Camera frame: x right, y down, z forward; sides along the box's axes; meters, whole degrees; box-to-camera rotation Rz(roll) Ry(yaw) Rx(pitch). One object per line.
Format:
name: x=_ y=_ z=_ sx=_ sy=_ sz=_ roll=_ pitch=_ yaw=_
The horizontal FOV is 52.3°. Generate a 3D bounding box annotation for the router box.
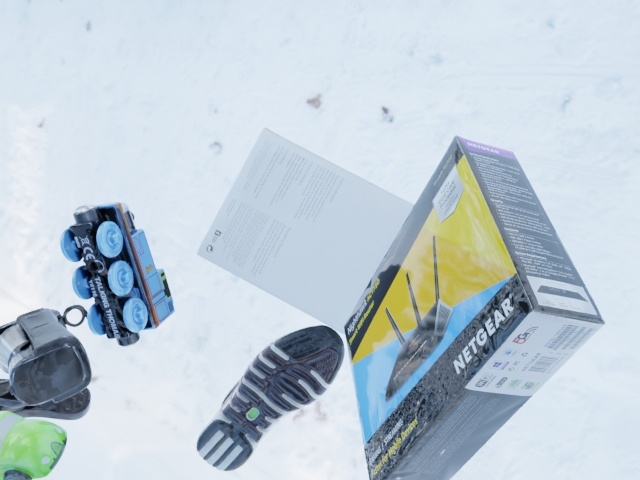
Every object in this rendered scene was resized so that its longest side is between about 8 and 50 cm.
router box: x=0.073 y=0.050 z=0.388 sx=0.133 sy=0.046 sz=0.179 roll=-99 pitch=27 yaw=-46

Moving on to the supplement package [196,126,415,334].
supplement package: x=0.000 y=0.000 z=0.957 sx=0.262 sy=0.198 sz=0.199 roll=28 pitch=88 yaw=7

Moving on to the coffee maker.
coffee maker: x=-0.458 y=0.182 z=1.109 sx=0.171 sy=0.120 sz=0.178 roll=-46 pitch=35 yaw=-19

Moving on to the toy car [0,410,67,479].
toy car: x=-0.332 y=0.191 z=0.575 sx=0.224 sy=0.053 sz=0.239 roll=-15 pitch=32 yaw=13

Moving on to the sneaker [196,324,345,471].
sneaker: x=-0.074 y=0.209 z=0.996 sx=0.106 sy=0.162 sz=0.281 roll=45 pitch=102 yaw=-6

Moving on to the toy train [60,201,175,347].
toy train: x=-0.248 y=0.036 z=0.802 sx=0.080 sy=0.105 sz=0.184 roll=-7 pitch=108 yaw=20

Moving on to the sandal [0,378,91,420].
sandal: x=-0.572 y=0.296 z=1.244 sx=0.097 sy=0.254 sz=0.055 roll=-108 pitch=25 yaw=-46
